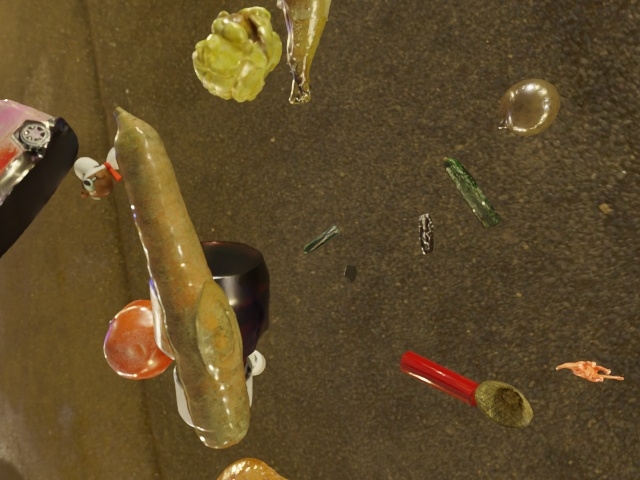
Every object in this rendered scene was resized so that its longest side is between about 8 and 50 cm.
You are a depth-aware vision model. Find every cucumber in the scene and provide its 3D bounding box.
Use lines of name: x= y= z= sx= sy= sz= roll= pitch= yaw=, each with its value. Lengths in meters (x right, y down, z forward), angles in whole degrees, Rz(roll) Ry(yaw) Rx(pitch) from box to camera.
cucumber: x=0.489 y=-0.162 z=1.644 sx=0.068 sy=0.067 sz=0.293 roll=-28 pitch=108 yaw=38
cucumber: x=0.000 y=0.000 z=1.621 sx=0.032 sy=0.133 sz=0.032 roll=49 pitch=164 yaw=20

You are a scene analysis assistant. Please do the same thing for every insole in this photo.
insole: x=0.095 y=0.103 z=1.576 sx=0.002 sy=0.153 sz=0.053 roll=18 pitch=86 yaw=19

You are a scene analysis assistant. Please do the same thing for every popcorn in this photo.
popcorn: x=-0.216 y=-0.474 z=1.313 sx=0.195 sy=0.256 sz=0.255 roll=48 pitch=138 yaw=7

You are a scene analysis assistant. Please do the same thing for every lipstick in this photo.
lipstick: x=0.360 y=0.413 z=1.515 sx=0.280 sy=0.073 sz=0.073 roll=16 pitch=102 yaw=52

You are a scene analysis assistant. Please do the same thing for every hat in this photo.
hat: x=0.473 y=0.395 z=1.271 sx=0.146 sy=0.067 sz=0.145 roll=22 pitch=129 yaw=31

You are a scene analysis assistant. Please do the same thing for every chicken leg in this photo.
chicken leg: x=-0.024 y=-0.271 z=0.665 sx=0.093 sy=0.070 sz=0.177 roll=-146 pitch=56 yaw=-66

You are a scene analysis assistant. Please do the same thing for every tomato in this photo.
tomato: x=-0.486 y=0.282 z=1.408 sx=0.189 sy=0.232 sz=0.231 roll=9 pitch=99 yaw=6

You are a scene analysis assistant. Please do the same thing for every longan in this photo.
longan: x=0.366 y=-0.232 z=0.893 sx=0.114 sy=0.092 sz=0.113 roll=-24 pitch=43 yaw=24

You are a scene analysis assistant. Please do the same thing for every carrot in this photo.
carrot: x=-0.128 y=0.042 z=0.477 sx=0.070 sy=0.070 sz=0.341 roll=-2 pitch=107 yaw=41

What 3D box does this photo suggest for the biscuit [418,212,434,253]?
biscuit: x=0.238 y=-0.014 z=1.134 sx=0.027 sy=0.089 sz=0.087 roll=-5 pitch=122 yaw=22

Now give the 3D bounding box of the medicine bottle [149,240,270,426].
medicine bottle: x=-0.229 y=0.210 z=1.060 sx=0.243 sy=0.243 sz=0.394 roll=24 pitch=118 yaw=38

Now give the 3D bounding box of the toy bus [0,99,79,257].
toy bus: x=-0.533 y=-0.093 z=0.806 sx=0.127 sy=0.147 sz=0.302 roll=126 pitch=166 yaw=-59

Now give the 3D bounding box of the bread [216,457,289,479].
bread: x=-0.110 y=0.518 z=0.850 sx=0.269 sy=0.146 sz=0.268 roll=-28 pitch=42 yaw=29

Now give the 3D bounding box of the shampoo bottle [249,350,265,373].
shampoo bottle: x=-0.213 y=0.367 z=1.525 sx=0.074 sy=0.192 sz=0.073 roll=-1 pitch=72 yaw=2

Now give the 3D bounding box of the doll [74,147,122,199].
doll: x=-0.251 y=-0.085 z=0.602 sx=0.058 sy=0.085 sz=0.040 roll=59 pitch=157 yaw=14

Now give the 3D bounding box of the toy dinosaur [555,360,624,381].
toy dinosaur: x=0.853 y=0.413 z=1.578 sx=0.101 sy=0.280 sz=0.055 roll=155 pitch=132 yaw=-74
